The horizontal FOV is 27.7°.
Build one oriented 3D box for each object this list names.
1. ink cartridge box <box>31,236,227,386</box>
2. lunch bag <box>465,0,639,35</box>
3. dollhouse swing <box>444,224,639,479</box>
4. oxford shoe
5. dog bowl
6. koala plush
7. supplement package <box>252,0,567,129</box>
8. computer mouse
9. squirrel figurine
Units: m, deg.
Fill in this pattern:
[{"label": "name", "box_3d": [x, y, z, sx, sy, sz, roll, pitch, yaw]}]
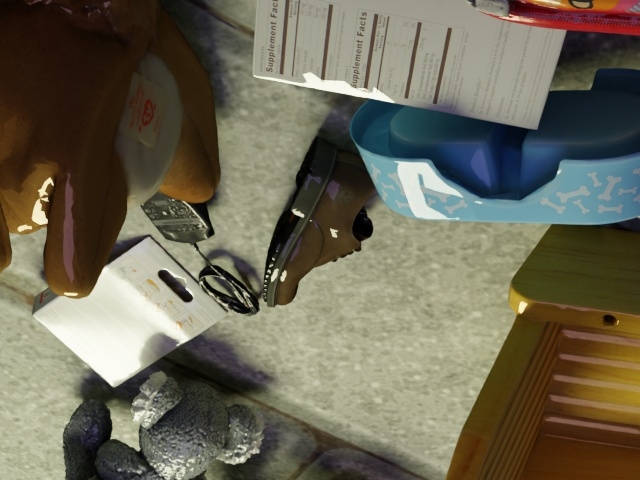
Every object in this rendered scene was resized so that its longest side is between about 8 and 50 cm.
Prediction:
[{"label": "ink cartridge box", "box_3d": [-0.220, 0.075, 1.504, 0.179, 0.045, 0.145, -34, 120, 16]}, {"label": "lunch bag", "box_3d": [0.198, -0.257, 0.877, 0.258, 0.293, 0.120, 6, 134, 14]}, {"label": "dollhouse swing", "box_3d": [0.289, 0.215, 1.316, 0.315, 0.305, 0.347, 8, 135, 7]}, {"label": "oxford shoe", "box_3d": [0.000, 0.000, 1.333, 0.096, 0.083, 0.227, 18, 137, -10]}, {"label": "dog bowl", "box_3d": [0.174, -0.080, 1.127, 0.297, 0.166, 0.074, 1, 123, 23]}, {"label": "koala plush", "box_3d": [-0.184, 0.257, 1.573, 0.196, 0.203, 0.221, 30, 117, -25]}, {"label": "supplement package", "box_3d": [0.077, -0.203, 1.069, 0.244, 0.139, 0.134, 11, 137, 3]}, {"label": "computer mouse", "box_3d": [-0.125, 0.000, 1.400, 0.071, 0.041, 0.242, -1, 141, 27]}, {"label": "squirrel figurine", "box_3d": [-0.321, -0.168, 1.163, 0.370, 0.281, 0.397, 10, 122, 19]}]
